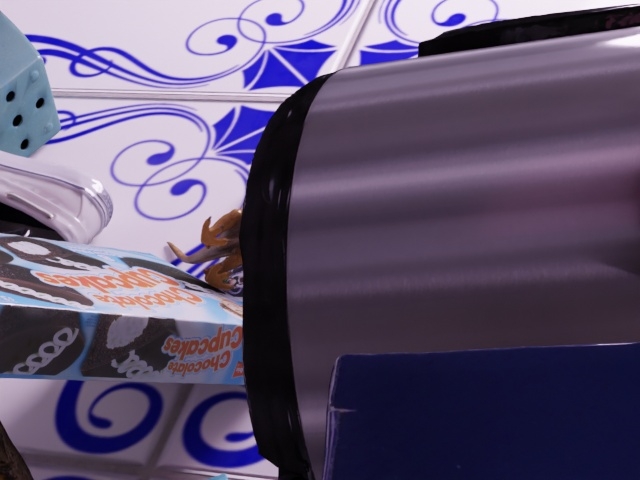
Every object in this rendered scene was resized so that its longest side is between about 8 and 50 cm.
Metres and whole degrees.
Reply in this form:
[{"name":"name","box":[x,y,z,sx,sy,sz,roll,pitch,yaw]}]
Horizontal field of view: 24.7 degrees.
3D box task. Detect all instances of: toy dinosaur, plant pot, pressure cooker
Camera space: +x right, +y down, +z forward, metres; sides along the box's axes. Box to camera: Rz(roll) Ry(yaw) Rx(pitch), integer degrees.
[{"name":"toy dinosaur","box":[-0.076,0.001,1.295,0.211,0.064,0.112,-29,5,32]},{"name":"plant pot","box":[-0.402,-0.167,1.549,0.234,0.165,0.166,27,54,28]},{"name":"pressure cooker","box":[0.198,0.045,0.952,0.420,0.375,0.370,-6,24,21]}]

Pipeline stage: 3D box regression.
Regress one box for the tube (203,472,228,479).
[{"name":"tube","box":[-0.077,0.246,1.064,0.080,0.052,0.207,-14,33,-15]}]

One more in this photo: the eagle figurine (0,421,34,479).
[{"name":"eagle figurine","box":[-0.369,0.181,1.056,0.298,0.226,0.225,-21,0,-6]}]

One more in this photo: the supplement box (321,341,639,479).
[{"name":"supplement box","box":[0.118,0.244,0.762,0.195,0.356,0.194,-4,42,12]}]

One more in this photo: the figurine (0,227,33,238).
[{"name":"figurine","box":[-0.388,0.058,1.322,0.215,0.092,0.209,5,48,22]}]

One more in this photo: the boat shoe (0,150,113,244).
[{"name":"boat shoe","box":[-0.335,-0.031,1.425,0.268,0.096,0.088,13,42,17]}]

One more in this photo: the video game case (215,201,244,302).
[{"name":"video game case","box":[0.000,0.000,1.341,0.173,0.022,0.190,2,43,18]}]

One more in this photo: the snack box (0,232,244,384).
[{"name":"snack box","box":[-0.195,0.051,1.156,0.187,0.060,0.322,26,10,37]}]
